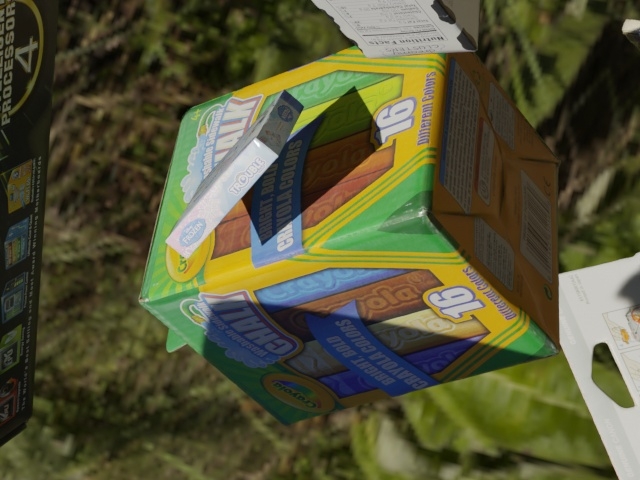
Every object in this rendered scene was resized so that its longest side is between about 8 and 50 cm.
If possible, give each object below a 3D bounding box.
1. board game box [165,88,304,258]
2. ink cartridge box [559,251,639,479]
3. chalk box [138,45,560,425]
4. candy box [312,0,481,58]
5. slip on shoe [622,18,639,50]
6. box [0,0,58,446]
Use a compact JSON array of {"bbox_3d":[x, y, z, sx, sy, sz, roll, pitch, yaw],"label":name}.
[{"bbox_3d":[-0.051,-0.041,0.970,0.020,0.090,0.090,40,115,-8],"label":"board game box"},{"bbox_3d":[0.374,0.132,1.629,0.239,0.275,0.060,-14,144,-6],"label":"ink cartridge box"},{"bbox_3d":[0.000,0.000,1.112,0.289,0.180,0.179,-18,136,28],"label":"chalk box"},{"bbox_3d":[0.028,-0.206,0.831,0.070,0.164,0.196,-1,165,23],"label":"candy box"},{"bbox_3d":[0.309,-0.150,1.380,0.135,0.041,0.051,24,178,-38],"label":"slip on shoe"},{"bbox_3d":[-0.303,0.005,1.064,0.097,0.394,0.318,17,-156,20],"label":"box"}]
